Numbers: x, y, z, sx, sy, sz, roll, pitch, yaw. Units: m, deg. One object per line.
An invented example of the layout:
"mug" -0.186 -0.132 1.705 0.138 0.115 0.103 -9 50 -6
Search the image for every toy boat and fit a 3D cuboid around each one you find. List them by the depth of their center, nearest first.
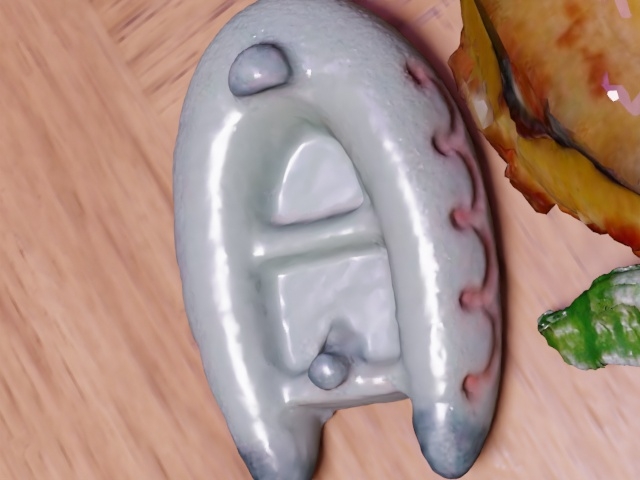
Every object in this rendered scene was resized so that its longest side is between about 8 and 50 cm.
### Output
"toy boat" 0.000 0.000 0.781 0.134 0.079 0.208 -10 85 26

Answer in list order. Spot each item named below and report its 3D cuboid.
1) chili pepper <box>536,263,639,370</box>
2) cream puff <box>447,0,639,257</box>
"chili pepper" 0.183 0.041 0.710 0.227 0.059 0.088 2 113 31
"cream puff" 0.160 -0.096 0.668 0.240 0.164 0.240 -3 77 15
